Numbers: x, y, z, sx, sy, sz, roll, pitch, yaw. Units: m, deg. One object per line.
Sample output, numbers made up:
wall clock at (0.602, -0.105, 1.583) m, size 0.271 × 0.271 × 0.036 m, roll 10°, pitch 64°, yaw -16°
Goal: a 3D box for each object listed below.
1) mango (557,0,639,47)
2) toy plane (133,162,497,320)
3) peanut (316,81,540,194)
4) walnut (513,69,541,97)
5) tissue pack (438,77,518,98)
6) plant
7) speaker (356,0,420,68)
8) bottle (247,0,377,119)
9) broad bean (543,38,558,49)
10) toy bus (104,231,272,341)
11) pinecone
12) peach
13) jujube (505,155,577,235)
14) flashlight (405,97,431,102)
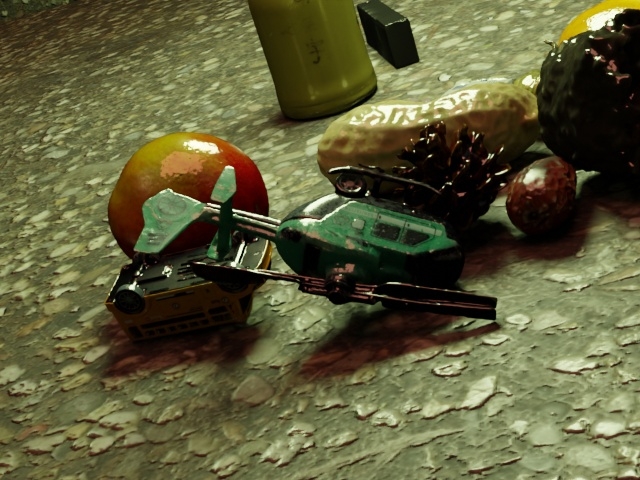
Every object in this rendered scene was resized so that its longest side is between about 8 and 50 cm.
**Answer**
mango at (0.398, -0.252, 1.426) m, size 0.219 × 0.112 × 0.145 m, roll -5°, pitch 48°, yaw 59°
toy plane at (0.000, 0.000, 1.173) m, size 0.381 × 0.106 × 0.155 m, roll 15°, pitch 46°, yaw 3°
peanut at (0.143, -0.132, 1.432) m, size 0.298 × 0.120 × 0.136 m, roll -10°, pitch 30°, yaw 13°
walnut at (0.293, -0.189, 1.490) m, size 0.092 × 0.092 × 0.092 m, roll -15°, pitch 24°, yaw 7°
tissue pack at (0.209, -0.196, 1.628) m, size 0.122 × 0.026 × 0.193 m, roll 0°, pitch 30°, yaw 36°
plant at (0.355, -0.155, 1.236) m, size 0.178 × 0.204 × 0.234 m, roll -11°, pitch 12°, yaw -18°
speaker at (0.118, -0.375, 2.005) m, size 0.044 × 0.082 × 0.218 m, roll -21°, pitch 25°, yaw -4°
bottle at (-0.032, -0.388, 1.811) m, size 0.171 × 0.351 × 0.171 m, roll -15°, pitch 24°, yaw 7°
broad bean at (0.442, -0.283, 1.548) m, size 0.325 × 0.075 × 0.067 m, roll -17°, pitch 52°, yaw 56°
toy bus at (-0.140, 0.054, 1.275) m, size 0.194 × 0.088 × 0.083 m, roll -12°, pitch 32°, yaw 19°
pinecone at (0.143, -0.071, 1.268) m, size 0.140 × 0.120 × 0.140 m, roll -51°, pitch 1°, yaw 1°
peach at (-0.151, -0.039, 1.373) m, size 0.197 × 0.197 × 0.197 m, roll -15°, pitch 24°, yaw 7°
jujube at (0.251, -0.054, 1.246) m, size 0.077 × 0.077 × 0.129 m, roll -6°, pitch 17°, yaw 26°
flashlight at (0.114, -0.191, 1.683) m, size 0.110 × 0.031 × 0.052 m, roll -6°, pitch 29°, yaw 37°
